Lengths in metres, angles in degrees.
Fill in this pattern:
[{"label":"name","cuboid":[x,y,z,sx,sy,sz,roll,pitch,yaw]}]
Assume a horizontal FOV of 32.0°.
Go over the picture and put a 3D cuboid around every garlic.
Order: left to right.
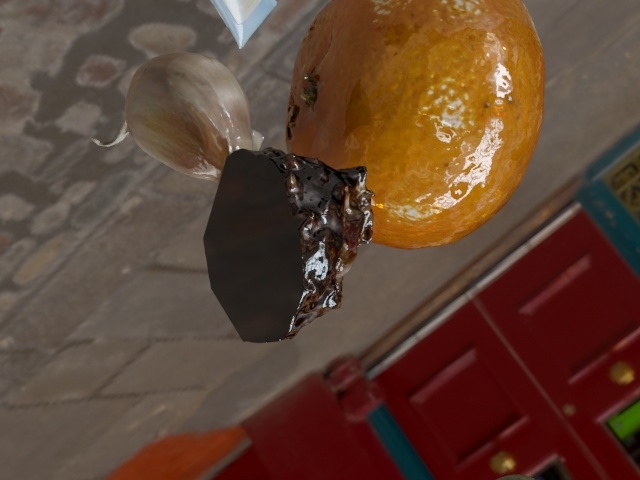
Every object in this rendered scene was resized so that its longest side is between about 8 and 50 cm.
[{"label":"garlic","cuboid":[-0.191,-0.168,1.405,0.128,0.266,0.148,37,78,-49]}]

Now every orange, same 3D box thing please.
[{"label":"orange","cuboid":[0.125,-0.198,1.601,0.326,0.424,0.424,10,142,-18]}]

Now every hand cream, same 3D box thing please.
[{"label":"hand cream","cuboid":[-0.101,-0.261,1.034,0.065,0.043,0.170,-53,129,-19]}]

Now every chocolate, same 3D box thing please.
[{"label":"chocolate","cuboid":[0.000,0.000,1.265,0.177,0.206,0.224,-9,136,-31]}]

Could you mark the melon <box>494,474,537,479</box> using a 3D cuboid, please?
[{"label":"melon","cuboid":[0.256,0.409,1.535,0.192,0.139,0.139,-50,172,-37]}]
